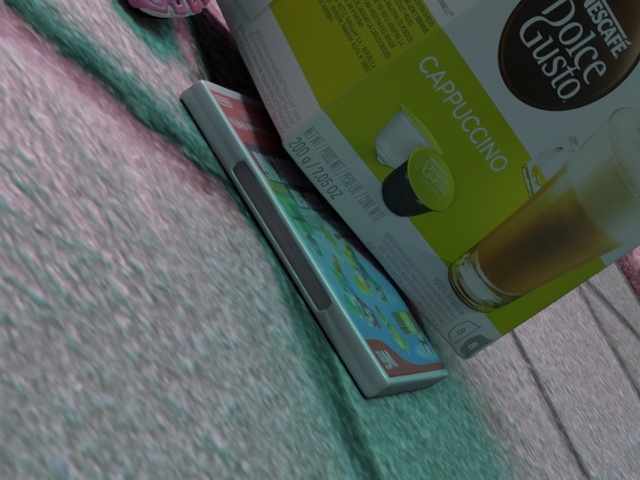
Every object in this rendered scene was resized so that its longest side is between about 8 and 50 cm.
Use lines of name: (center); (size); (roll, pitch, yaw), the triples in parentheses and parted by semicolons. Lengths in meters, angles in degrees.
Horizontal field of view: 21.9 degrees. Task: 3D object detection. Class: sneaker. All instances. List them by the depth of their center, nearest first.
sneaker: (-0.128, -0.223, 1.395); (0.170, 0.075, 0.063); (-46, 120, -54)

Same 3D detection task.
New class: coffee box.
coffee box: (0.138, -0.173, 1.518); (0.337, 0.334, 0.338); (49, 11, -40)

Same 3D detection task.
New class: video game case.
video game case: (0.000, 0.000, 1.369); (0.285, 0.025, 0.204); (58, 13, 11)
